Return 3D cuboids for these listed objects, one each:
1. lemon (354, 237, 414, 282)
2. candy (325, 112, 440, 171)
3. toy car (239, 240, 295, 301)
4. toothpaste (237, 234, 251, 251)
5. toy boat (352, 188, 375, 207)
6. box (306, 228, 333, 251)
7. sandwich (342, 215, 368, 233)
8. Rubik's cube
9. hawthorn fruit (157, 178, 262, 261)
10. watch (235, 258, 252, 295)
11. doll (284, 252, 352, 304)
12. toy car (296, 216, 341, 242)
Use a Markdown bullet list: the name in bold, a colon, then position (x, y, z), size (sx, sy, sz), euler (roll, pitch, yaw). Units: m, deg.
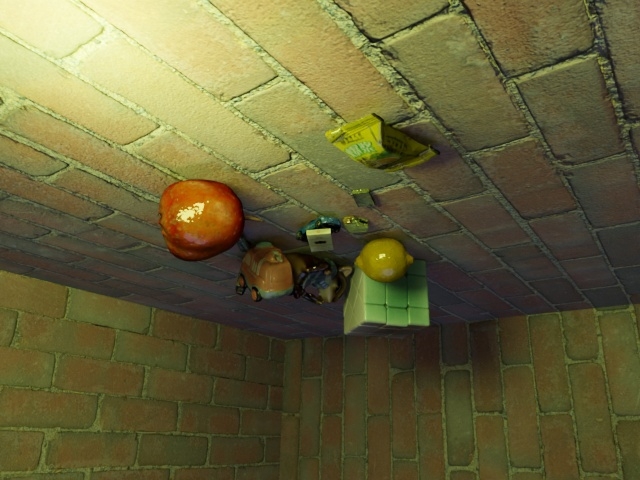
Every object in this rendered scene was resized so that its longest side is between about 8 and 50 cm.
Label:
- **lemon**: position (0.260, 0.079, 2.121), size (0.244, 0.187, 0.187), euler (-5, 158, 23)
- **candy**: position (0.168, -0.250, 1.391), size (0.297, 0.081, 0.187), euler (20, 154, -40)
- **toy car**: position (-0.223, 0.120, 2.192), size (0.180, 0.212, 0.270), euler (-8, -154, -32)
- **toothpaste**: position (-0.328, 0.014, 2.187), size (0.062, 0.039, 0.239), euler (4, 161, 4)
- **toy boat**: position (0.147, -0.143, 1.771), size (0.063, 0.016, 0.115), euler (-4, 158, 14)
- **box**: position (0.000, 0.000, 1.968), size (0.090, 0.024, 0.167), euler (-5, 157, 3)
- **sandwich**: position (0.132, -0.061, 1.961), size (0.093, 0.036, 0.105), euler (-7, 156, 24)
- **Rubik's cube**: position (0.298, 0.271, 2.431), size (0.315, 0.322, 0.319), euler (5, 158, -14)
- **hawthorn fruit**: position (-0.350, -0.067, 1.668), size (0.330, 0.287, 0.287), euler (-2, 161, -14)
- **watch**: position (-0.282, 0.175, 2.404), size (0.200, 0.196, 0.171), euler (12, 167, -9)
- **doll**: position (-0.021, 0.174, 2.354), size (0.318, 0.209, 0.339), euler (-12, 158, 38)
- **toy car**: position (-0.008, -0.046, 1.975), size (0.103, 0.063, 0.216), euler (14, 150, -34)
